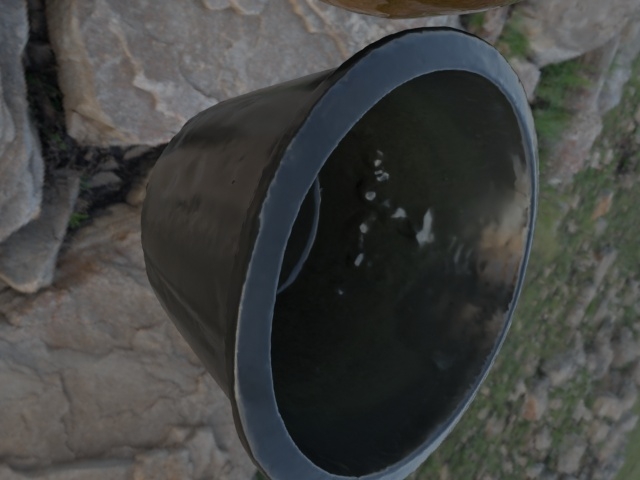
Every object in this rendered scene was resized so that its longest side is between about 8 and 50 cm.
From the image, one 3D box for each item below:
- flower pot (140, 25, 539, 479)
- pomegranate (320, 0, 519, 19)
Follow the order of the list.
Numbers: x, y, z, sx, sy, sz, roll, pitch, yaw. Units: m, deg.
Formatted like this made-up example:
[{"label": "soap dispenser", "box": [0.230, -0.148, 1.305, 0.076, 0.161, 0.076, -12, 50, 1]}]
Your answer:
[{"label": "flower pot", "box": [0.000, 0.000, 0.469, 0.269, 0.166, 0.269, -24, 123, -42]}, {"label": "pomegranate", "box": [0.078, -0.375, 0.547, 0.417, 0.417, 0.416, -33, 137, -36]}]
